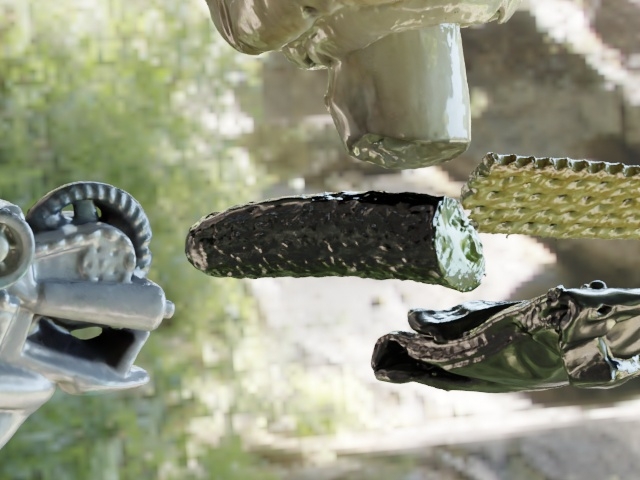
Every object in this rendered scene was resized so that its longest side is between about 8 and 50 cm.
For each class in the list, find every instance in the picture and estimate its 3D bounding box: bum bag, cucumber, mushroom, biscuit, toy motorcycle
[{"bbox_3d":[0.135,0.063,1.191,0.248,0.123,0.060,163,-68,-63],"label":"bum bag"},{"bbox_3d":[0.000,0.000,1.149,0.215,0.052,0.058,0,-87,41],"label":"cucumber"},{"bbox_3d":[0.047,-0.159,1.158,0.260,0.254,0.234,-22,100,-69],"label":"mushroom"},{"bbox_3d":[0.192,-0.029,1.467,0.144,0.203,0.016,133,-44,-62],"label":"biscuit"},{"bbox_3d":[-0.196,0.063,0.937,0.110,0.260,0.171,21,-61,58],"label":"toy motorcycle"}]
